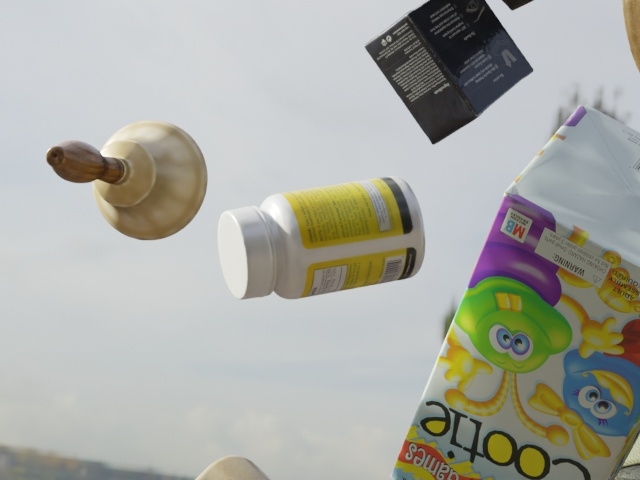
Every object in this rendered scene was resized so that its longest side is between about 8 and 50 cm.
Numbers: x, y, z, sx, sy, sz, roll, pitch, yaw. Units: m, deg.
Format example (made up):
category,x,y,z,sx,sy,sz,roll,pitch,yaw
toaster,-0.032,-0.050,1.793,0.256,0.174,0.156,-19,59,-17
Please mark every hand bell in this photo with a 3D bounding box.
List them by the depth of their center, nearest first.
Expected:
category,x,y,z,sx,sy,sz,roll,pitch,yaw
hand bell,-0.205,-0.070,1.544,0.126,0.126,0.242,4,-3,14

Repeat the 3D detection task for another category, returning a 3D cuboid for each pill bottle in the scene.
category,x,y,z,sx,sy,sz,roll,pitch,yaw
pill bottle,0.000,0.000,1.774,0.208,0.119,0.119,-9,-3,-20

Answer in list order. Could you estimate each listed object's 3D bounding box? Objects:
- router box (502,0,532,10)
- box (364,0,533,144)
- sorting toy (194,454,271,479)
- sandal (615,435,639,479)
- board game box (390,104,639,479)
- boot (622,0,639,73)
category,x,y,z,sx,sy,sz,roll,pitch,yaw
router box,0.312,-0.423,1.968,0.309,0.081,0.243,-23,-27,23
box,0.165,-0.232,2.051,0.093,0.158,0.156,-32,4,45
sorting toy,-0.034,0.303,0.959,0.307,0.229,0.041,42,-10,29
sandal,0.372,0.167,1.274,0.303,0.120,0.086,-7,-47,2
board game box,0.173,0.073,1.119,0.144,0.275,0.142,29,41,15
boot,0.394,-0.143,1.589,0.115,0.305,0.112,-19,2,40
